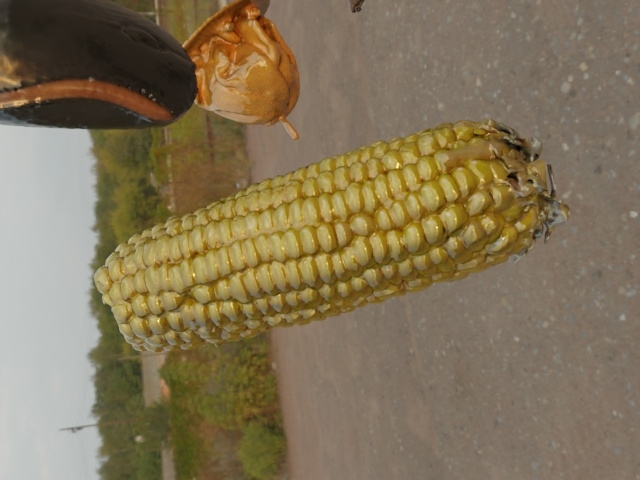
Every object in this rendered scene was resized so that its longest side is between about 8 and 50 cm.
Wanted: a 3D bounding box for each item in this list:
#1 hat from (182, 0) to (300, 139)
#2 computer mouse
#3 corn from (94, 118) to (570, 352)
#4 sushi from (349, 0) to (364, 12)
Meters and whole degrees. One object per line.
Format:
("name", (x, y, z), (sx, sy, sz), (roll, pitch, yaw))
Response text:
("hat", (-0.121, -0.268, 1.065), (0.233, 0.244, 0.233), (50, 153, -1))
("computer mouse", (-0.293, -0.216, 0.684), (0.116, 0.323, 0.183), (-51, 54, 46))
("corn", (0.000, 0.000, 0.397), (0.115, 0.317, 0.115), (-17, -90, -83))
("sushi", (0.151, -0.582, 1.151), (0.140, 0.287, 0.149), (50, -172, 2))
